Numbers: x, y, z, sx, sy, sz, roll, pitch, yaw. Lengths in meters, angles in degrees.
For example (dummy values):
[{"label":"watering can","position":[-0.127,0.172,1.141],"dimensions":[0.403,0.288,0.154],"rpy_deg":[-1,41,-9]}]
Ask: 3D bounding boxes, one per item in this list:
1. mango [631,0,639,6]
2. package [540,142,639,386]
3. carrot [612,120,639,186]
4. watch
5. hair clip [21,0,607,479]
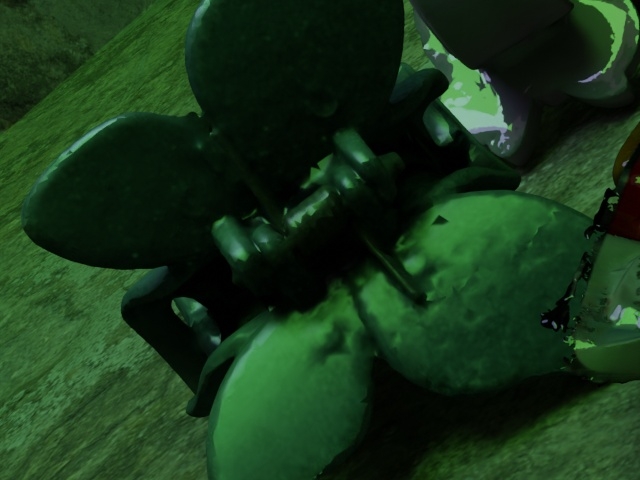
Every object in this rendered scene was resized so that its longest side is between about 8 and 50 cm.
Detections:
[{"label":"mango","position":[0.213,-0.248,1.596],"dimensions":[0.257,0.138,0.187],"rpy_deg":[-48,36,6]},{"label":"package","position":[0.249,0.007,0.993],"dimensions":[0.194,0.071,0.269],"rpy_deg":[14,36,22]},{"label":"carrot","position":[0.277,-0.105,1.296],"dimensions":[0.043,0.043,0.248],"rpy_deg":[-19,23,40]},{"label":"watch","position":[0.125,-0.214,1.405],"dimensions":[0.211,0.217,0.248],"rpy_deg":[-32,53,17]},{"label":"hair clip","position":[0.000,0.000,1.183],"dimensions":[0.318,0.392,0.238],"rpy_deg":[-38,-6,-1]}]
